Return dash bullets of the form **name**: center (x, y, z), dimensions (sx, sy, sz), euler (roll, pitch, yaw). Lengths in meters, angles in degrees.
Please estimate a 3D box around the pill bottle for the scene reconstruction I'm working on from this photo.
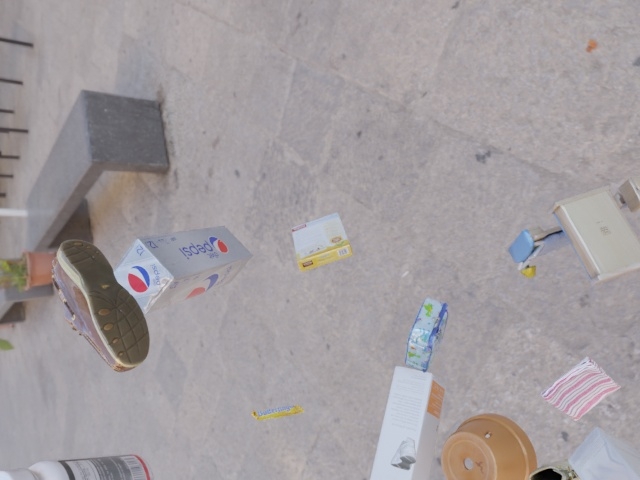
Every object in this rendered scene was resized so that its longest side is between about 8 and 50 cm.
- **pill bottle**: center (-0.476, 0.500, 0.937), dimensions (0.161, 0.283, 0.161), euler (-11, 68, 29)

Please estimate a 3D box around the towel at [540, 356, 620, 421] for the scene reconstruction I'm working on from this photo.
- **towel**: center (0.630, 0.364, 1.185), dimensions (0.144, 0.197, 0.029), euler (-45, 33, 14)

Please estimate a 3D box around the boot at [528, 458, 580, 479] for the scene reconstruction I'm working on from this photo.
- **boot**: center (0.729, 0.677, 1.430), dimensions (0.213, 0.165, 0.077), euler (-23, 62, 31)

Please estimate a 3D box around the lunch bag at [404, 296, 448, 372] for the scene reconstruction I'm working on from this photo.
- **lunch bag**: center (0.338, 0.296, 1.560), dimensions (0.090, 0.176, 0.219), euler (18, 139, 20)

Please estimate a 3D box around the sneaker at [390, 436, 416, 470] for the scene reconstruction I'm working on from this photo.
- **sneaker**: center (0.237, 0.598, 1.376), dimensions (0.152, 0.054, 0.061), euler (106, -178, -51)

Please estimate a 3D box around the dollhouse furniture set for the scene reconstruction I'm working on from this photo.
- **dollhouse furniture set**: center (0.677, 0.020, 1.230), dimensions (0.303, 0.286, 0.198), euler (85, 167, -68)

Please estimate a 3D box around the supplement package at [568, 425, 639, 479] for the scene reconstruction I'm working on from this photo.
- **supplement package**: center (0.604, 0.483, 0.981), dimensions (0.105, 0.105, 0.179), euler (-59, 7, 13)

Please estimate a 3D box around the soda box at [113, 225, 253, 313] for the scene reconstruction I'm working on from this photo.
- **soda box**: center (-0.245, 0.045, 0.930), dimensions (0.098, 0.286, 0.091), euler (45, 107, 9)

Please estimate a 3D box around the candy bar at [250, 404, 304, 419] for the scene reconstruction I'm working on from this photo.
- **candy bar**: center (-0.122, 0.491, 1.408), dimensions (0.040, 0.161, 0.018), euler (25, 106, 54)

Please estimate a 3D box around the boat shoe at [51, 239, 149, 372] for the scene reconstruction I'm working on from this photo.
- **boat shoe**: center (-0.258, 0.080, 0.570), dimensions (0.060, 0.064, 0.178), euler (-48, 68, 21)

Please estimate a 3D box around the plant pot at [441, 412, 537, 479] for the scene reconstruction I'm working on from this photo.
- **plant pot**: center (0.541, 0.737, 1.654), dimensions (0.291, 0.203, 0.291), euler (-16, 68, 43)

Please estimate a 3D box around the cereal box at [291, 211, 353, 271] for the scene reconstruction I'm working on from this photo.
- **cereal box**: center (0.000, 0.000, 1.609), dimensions (0.240, 0.173, 0.047), euler (-104, -5, -62)

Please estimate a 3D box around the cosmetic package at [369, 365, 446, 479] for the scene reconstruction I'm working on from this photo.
- **cosmetic package**: center (0.349, 0.750, 1.925), dimensions (0.161, 0.230, 0.453), euler (5, 67, 31)
